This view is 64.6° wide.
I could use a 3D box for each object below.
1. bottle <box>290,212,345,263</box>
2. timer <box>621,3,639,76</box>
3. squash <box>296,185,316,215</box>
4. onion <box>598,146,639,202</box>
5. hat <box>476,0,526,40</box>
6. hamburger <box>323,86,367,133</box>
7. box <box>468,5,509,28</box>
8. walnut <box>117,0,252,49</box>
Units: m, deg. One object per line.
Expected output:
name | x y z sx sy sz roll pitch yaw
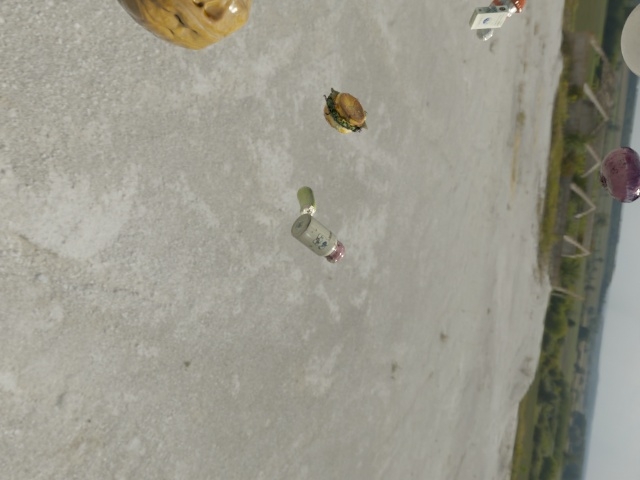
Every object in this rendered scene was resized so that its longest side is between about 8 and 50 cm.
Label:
bottle | 0.000 0.000 1.965 0.233 0.109 0.110 39 61 -31
timer | 1.100 -0.630 1.531 0.285 0.284 0.286 -22 116 -57
squash | -0.061 -0.169 2.217 0.250 0.083 0.083 -100 -179 -63
onion | 0.619 -0.132 1.020 0.115 0.104 0.115 -9 90 -72
hat | 0.526 -0.676 1.512 0.162 0.094 0.112 -44 165 21
hamburger | 0.084 -0.441 1.770 0.189 0.093 0.164 16 54 -34
box | 0.421 -0.559 1.270 0.054 0.083 0.024 105 -23 -72
walnut | -0.373 -0.709 1.373 0.397 0.354 0.308 21 35 -60
